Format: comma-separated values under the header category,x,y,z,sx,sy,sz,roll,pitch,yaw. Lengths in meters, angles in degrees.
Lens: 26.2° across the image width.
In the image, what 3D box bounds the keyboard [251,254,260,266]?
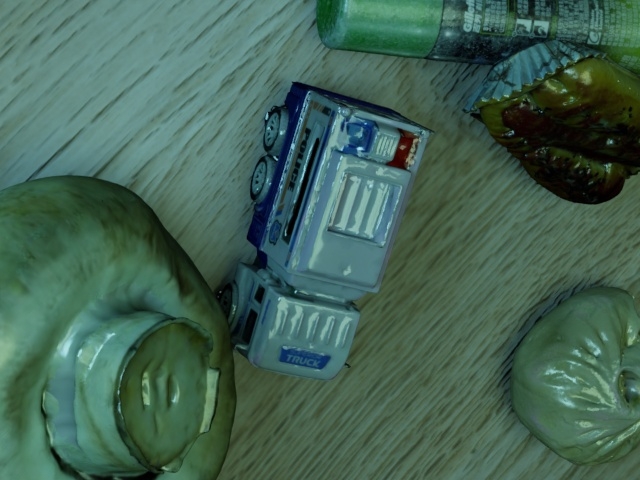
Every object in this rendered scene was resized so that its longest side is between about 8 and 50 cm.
category,x,y,z,sx,sy,sz,roll,pitch,yaw
keyboard,-0.024,0.004,1.370,0.074,0.015,0.197,24,95,-24

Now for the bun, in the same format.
category,x,y,z,sx,sy,sz,roll,pitch,yaw
bun,0.308,0.150,1.499,0.178,0.128,0.193,42,84,-27

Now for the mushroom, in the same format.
category,x,y,z,sx,sy,sz,roll,pitch,yaw
mushroom,-0.209,0.121,1.165,0.352,0.260,0.352,-10,103,-52

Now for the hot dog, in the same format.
category,x,y,z,sx,sy,sz,roll,pitch,yaw
hot dog,0.255,-0.114,1.360,0.162,0.082,0.270,-24,149,29

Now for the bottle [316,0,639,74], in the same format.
category,x,y,z,sx,sy,sz,roll,pitch,yaw
bottle,0.163,-0.215,1.325,0.330,0.093,0.093,3,105,-18

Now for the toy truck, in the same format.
category,x,y,z,sx,sy,sz,roll,pitch,yaw
toy truck,0.000,0.000,1.283,0.124,0.155,0.268,13,99,-22
